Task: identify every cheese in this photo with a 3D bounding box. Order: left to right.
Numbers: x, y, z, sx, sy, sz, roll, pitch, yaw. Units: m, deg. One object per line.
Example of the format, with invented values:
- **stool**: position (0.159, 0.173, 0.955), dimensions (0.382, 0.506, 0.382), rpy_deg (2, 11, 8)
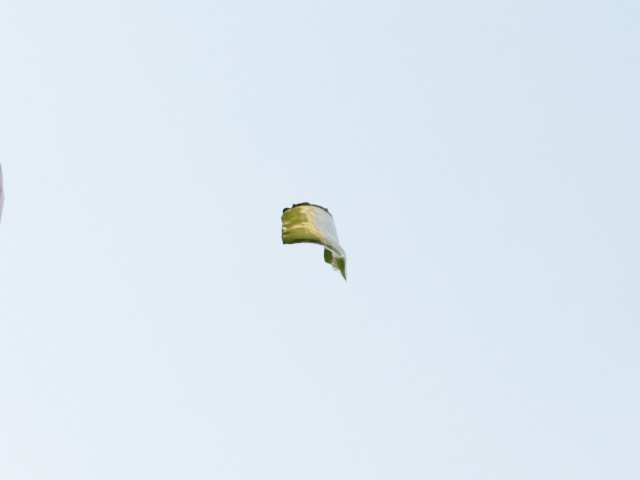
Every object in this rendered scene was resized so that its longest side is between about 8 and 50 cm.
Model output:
- **cheese**: position (0.002, 0.000, 1.933), dimensions (0.041, 0.084, 0.060), rpy_deg (-41, -156, 17)

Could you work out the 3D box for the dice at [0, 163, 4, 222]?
- **dice**: position (-0.387, -0.039, 1.665), dimensions (0.175, 0.174, 0.179), rpy_deg (37, -57, 25)
